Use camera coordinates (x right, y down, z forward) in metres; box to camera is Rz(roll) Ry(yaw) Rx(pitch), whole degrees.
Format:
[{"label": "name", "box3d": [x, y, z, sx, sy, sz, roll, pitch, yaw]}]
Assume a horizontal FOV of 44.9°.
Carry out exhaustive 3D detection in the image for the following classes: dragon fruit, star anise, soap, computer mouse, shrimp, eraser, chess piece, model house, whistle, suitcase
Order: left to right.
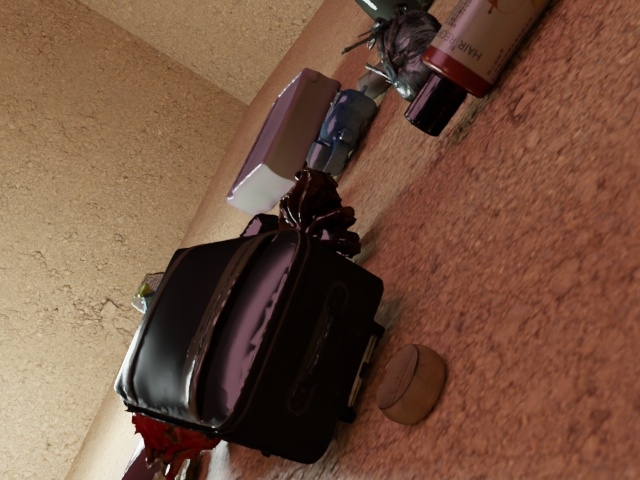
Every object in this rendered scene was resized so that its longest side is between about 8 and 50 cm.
[{"label": "soap", "box3d": [-0.330, 0.417, 1.565, 0.122, 0.065, 0.203, -53, 8, 10]}, {"label": "model house", "box3d": [-0.423, 0.167, 2.195, 0.195, 0.189, 0.214, -62, 13, 0]}, {"label": "dragon fruit", "box3d": [-0.230, 0.273, 1.327, 0.205, 0.210, 0.268, 105, -174, -77]}, {"label": "suitcase", "box3d": [-0.111, 0.131, 1.045, 0.434, 0.194, 0.283, -6, 57, 56]}, {"label": "computer mouse", "box3d": [-0.131, 0.046, 1.583, 0.073, 0.122, 0.217, 31, 91, 52]}, {"label": "eraser", "box3d": [-0.103, -0.268, 2.097, 0.272, 0.122, 0.359, -36, 28, 58]}, {"label": "star anise", "box3d": [0.000, 0.000, 1.213, 0.190, 0.125, 0.220, -161, 78, -75]}, {"label": "whistle", "box3d": [0.032, -0.198, 1.591, 0.180, 0.093, 0.269, -123, 58, -81]}, {"label": "shrimp", "box3d": [0.134, -0.343, 1.343, 0.137, 0.172, 0.372, -61, 20, 18]}, {"label": "chess piece", "box3d": [0.091, 0.146, 0.792, 0.084, 0.038, 0.084, -56, 16, 25]}]

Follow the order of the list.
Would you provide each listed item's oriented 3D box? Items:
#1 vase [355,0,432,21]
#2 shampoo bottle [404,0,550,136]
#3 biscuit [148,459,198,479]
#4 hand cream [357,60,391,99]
[{"label": "vase", "box3d": [0.091, -0.600, 1.684, 0.173, 0.321, 0.173, -53, 16, 22]}, {"label": "shampoo bottle", "box3d": [0.213, -0.270, 1.062, 0.278, 0.104, 0.104, -57, 15, 13]}, {"label": "biscuit", "box3d": [-0.307, 0.496, 1.389, 0.273, 0.036, 0.187, -46, 23, 11]}, {"label": "hand cream", "box3d": [0.141, -0.349, 1.583, 0.186, 0.054, 0.087, -34, 33, 46]}]
